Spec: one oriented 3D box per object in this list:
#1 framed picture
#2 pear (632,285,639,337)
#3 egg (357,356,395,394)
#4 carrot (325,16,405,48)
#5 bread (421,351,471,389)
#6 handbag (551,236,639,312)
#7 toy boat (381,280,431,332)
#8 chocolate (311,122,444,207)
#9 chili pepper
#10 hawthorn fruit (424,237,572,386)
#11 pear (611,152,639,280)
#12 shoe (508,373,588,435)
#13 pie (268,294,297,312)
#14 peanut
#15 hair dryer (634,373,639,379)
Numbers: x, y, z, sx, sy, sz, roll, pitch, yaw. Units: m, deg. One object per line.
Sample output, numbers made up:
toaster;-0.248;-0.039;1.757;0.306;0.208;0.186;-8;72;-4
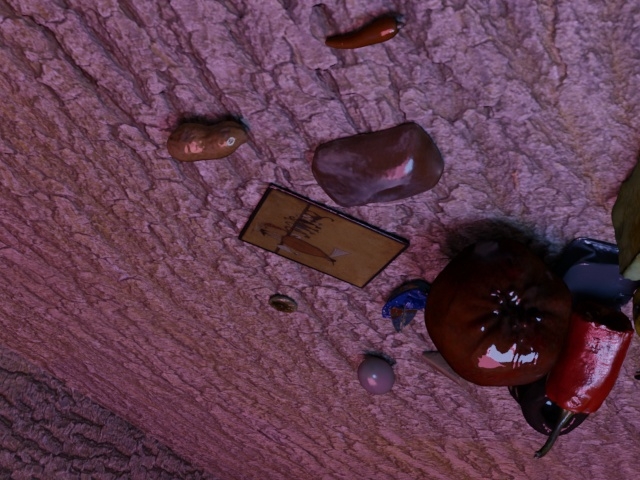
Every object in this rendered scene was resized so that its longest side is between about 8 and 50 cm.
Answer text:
framed picture;0.000;0.000;1.632;0.338;0.014;0.255;22;147;-13
pear;0.741;0.138;1.375;0.269;0.213;0.212;-2;147;3
egg;0.164;0.399;2.104;0.103;0.103;0.135;-9;140;33
carrot;0.068;-0.315;1.099;0.142;0.035;0.035;-7;143;37
bread;0.374;0.334;1.998;0.152;0.105;0.077;31;163;39
handbag;0.579;0.092;1.501;0.179;0.062;0.229;13;148;1
toy boat;0.200;0.173;1.734;0.091;0.110;0.175;28;147;-20
chocolate;0.099;-0.120;1.343;0.253;0.080;0.157;-9;141;32
chili pepper;0.549;0.301;1.517;0.134;0.131;0.339;12;109;1
hawthorn fruit;0.363;0.152;1.477;0.308;0.309;0.325;6;-178;13
pear;0.648;-0.048;1.158;0.281;0.176;0.286;7;152;7
shoe;0.567;0.371;1.774;0.171;0.237;0.384;12;148;4
pie;-0.101;0.175;1.941;0.085;0.017;0.085;11;148;7
peanut;-0.220;-0.193;1.366;0.174;0.080;0.080;-5;144;22
hair dryer;0.910;0.348;1.769;0.248;0.071;0.114;-16;137;44
